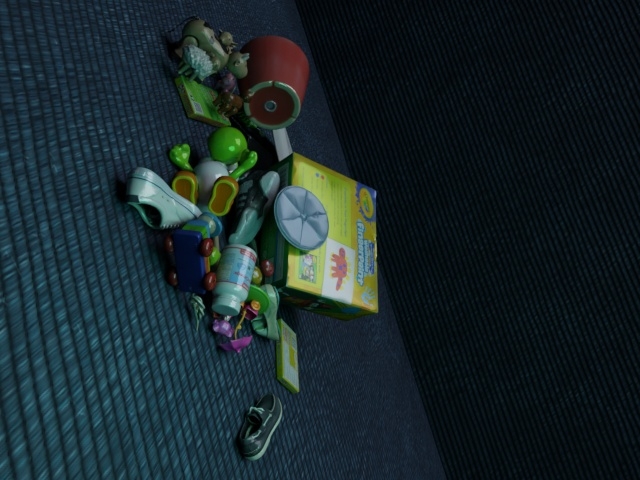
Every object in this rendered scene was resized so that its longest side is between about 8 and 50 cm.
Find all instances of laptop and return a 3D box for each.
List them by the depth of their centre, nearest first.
[{"bbox_3d":[-0.262,-0.300,2.006,0.264,0.136,0.234,49,5,27],"label":"laptop"}]

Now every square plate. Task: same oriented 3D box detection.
[{"bbox_3d":[-0.129,-0.301,2.231,0.347,0.049,0.344,73,3,-60],"label":"square plate"}]

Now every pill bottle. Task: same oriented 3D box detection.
[{"bbox_3d":[-0.210,0.095,1.358,0.087,0.087,0.160,51,40,-49],"label":"pill bottle"}]

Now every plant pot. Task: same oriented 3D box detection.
[{"bbox_3d":[-0.170,-0.536,1.981,0.243,0.274,0.275,-94,158,-43],"label":"plant pot"}]

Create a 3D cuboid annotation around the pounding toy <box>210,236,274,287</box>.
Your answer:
[{"bbox_3d":[-0.205,0.077,1.553,0.183,0.110,0.237,-91,156,-51],"label":"pounding toy"}]

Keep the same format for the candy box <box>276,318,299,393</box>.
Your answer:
[{"bbox_3d":[-0.102,0.350,1.721,0.105,0.027,0.206,52,23,-42],"label":"candy box"}]

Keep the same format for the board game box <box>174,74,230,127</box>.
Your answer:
[{"bbox_3d":[-0.363,-0.429,1.776,0.124,0.039,0.259,69,18,3],"label":"board game box"}]

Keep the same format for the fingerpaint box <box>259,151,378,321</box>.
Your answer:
[{"bbox_3d":[0.000,0.000,1.813,0.371,0.163,0.445,19,61,-36],"label":"fingerpaint box"}]

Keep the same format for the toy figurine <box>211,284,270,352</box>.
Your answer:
[{"bbox_3d":[-0.219,0.194,1.399,0.173,0.130,0.159,37,40,-25],"label":"toy figurine"}]

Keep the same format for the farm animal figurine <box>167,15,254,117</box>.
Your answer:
[{"bbox_3d":[-0.320,-0.573,1.774,0.326,0.172,0.330,38,22,-50],"label":"farm animal figurine"}]

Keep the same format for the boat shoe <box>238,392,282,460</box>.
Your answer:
[{"bbox_3d":[-0.148,0.435,1.377,0.206,0.075,0.065,-69,140,-60],"label":"boat shoe"}]

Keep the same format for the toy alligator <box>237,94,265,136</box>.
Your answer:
[{"bbox_3d":[-0.269,-0.450,2.103,0.051,0.056,0.190,-49,127,-26],"label":"toy alligator"}]

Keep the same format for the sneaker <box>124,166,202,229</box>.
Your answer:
[{"bbox_3d":[-0.358,-0.064,1.286,0.258,0.094,0.091,46,52,-54],"label":"sneaker"}]

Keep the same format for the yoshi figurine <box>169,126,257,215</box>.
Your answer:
[{"bbox_3d":[-0.278,-0.205,1.509,0.204,0.203,0.362,54,13,-19],"label":"yoshi figurine"}]

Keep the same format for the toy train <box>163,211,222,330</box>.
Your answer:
[{"bbox_3d":[-0.277,0.067,1.311,0.143,0.105,0.248,-65,160,-59],"label":"toy train"}]

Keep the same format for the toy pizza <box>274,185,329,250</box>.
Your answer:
[{"bbox_3d":[-0.058,-0.063,1.649,0.201,0.032,0.201,19,60,-35],"label":"toy pizza"}]

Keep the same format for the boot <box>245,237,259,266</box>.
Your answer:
[{"bbox_3d":[-0.206,0.046,1.725,0.087,0.042,0.119,-90,174,-83],"label":"boot"}]

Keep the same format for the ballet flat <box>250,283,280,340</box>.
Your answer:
[{"bbox_3d":[-0.160,0.211,1.573,0.249,0.086,0.086,92,-5,-47],"label":"ballet flat"}]

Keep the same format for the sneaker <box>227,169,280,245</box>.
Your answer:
[{"bbox_3d":[-0.239,-0.108,1.694,0.269,0.153,0.101,-63,162,-22],"label":"sneaker"}]
